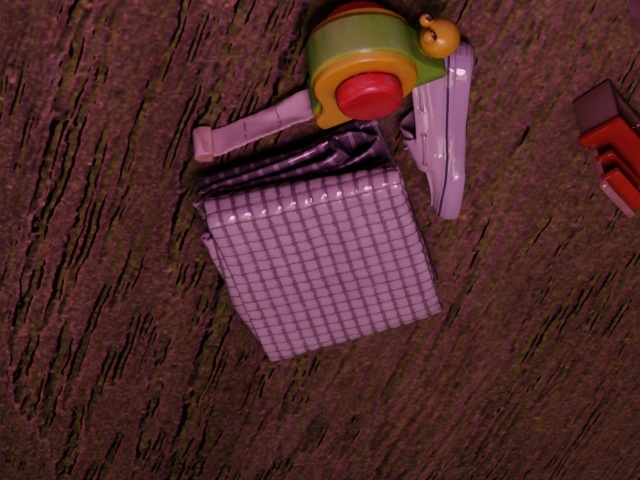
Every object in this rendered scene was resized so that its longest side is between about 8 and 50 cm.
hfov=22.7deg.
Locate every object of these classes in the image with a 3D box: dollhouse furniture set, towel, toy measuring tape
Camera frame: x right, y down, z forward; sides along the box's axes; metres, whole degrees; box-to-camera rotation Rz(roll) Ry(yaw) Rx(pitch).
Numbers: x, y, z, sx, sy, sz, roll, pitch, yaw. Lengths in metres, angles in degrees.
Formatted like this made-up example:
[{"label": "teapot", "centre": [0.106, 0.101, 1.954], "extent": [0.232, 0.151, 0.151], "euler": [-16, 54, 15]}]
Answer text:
[{"label": "dollhouse furniture set", "centre": [0.414, -0.148, 1.720], "extent": [0.259, 0.135, 0.262], "euler": [-31, 133, 22]}, {"label": "towel", "centre": [0.000, 0.000, 1.824], "extent": [0.235, 0.121, 0.284], "euler": [-14, 139, 8]}, {"label": "toy measuring tape", "centre": [-0.013, -0.166, 1.651], "extent": [0.330, 0.121, 0.121], "euler": [-19, 137, 22]}]

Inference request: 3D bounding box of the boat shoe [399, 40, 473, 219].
[{"label": "boat shoe", "centre": [0.124, -0.123, 1.752], "extent": [0.075, 0.083, 0.226], "euler": [3, 125, 4]}]
